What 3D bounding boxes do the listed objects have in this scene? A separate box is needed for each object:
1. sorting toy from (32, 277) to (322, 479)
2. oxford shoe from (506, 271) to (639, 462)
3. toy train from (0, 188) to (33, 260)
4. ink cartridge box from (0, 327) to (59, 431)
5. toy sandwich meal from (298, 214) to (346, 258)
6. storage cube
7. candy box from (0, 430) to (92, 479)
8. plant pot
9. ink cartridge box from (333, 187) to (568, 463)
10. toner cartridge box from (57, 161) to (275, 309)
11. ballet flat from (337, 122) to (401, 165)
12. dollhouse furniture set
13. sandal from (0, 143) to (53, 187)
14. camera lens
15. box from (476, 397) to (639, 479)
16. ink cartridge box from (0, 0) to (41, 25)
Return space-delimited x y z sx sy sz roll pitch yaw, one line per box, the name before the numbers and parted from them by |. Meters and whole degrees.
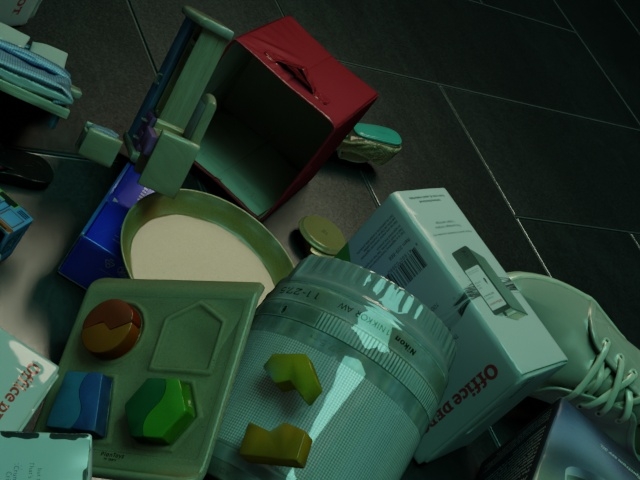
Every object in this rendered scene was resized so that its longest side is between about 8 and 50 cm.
sorting toy | -0.137 0.128 1.096 0.041 0.307 0.229 57 42 -47
oxford shoe | 0.385 0.189 1.586 0.449 0.169 0.130 37 1 -25
toy train | -0.410 -0.040 1.240 0.184 0.080 0.105 40 26 2
ink cartridge box | -0.375 0.132 1.069 0.208 0.087 0.153 35 35 -7
toy sandwich meal | 0.000 0.000 1.614 0.085 0.029 0.085 24 34 -17
storage cube | -0.062 -0.176 1.594 0.184 0.215 0.193 41 29 3
candy box | -0.292 0.243 0.937 0.196 0.070 0.165 4 66 -8
plant pot | -0.128 0.040 1.316 0.236 0.032 0.236 23 40 -21
ink cartridge box | 0.144 0.109 1.469 0.121 0.211 0.289 -7 57 -48
toner cartridge box | -0.128 0.061 1.385 0.348 0.075 0.165 33 35 -10
ballet flat | 0.031 -0.158 1.781 0.206 0.067 0.073 16 37 -26
dollhouse furniture set | -0.283 -0.229 1.359 0.303 0.198 0.286 24 10 -20
sandal | -0.397 -0.102 1.346 0.179 0.040 0.067 6 47 -38
camera lens | -0.008 0.182 1.169 0.219 0.219 0.274 35 67 -7
box | 0.313 0.400 1.331 0.296 0.183 0.294 39 36 0
ink cartridge box | -0.477 -0.380 1.420 0.131 0.226 0.306 51 35 13
